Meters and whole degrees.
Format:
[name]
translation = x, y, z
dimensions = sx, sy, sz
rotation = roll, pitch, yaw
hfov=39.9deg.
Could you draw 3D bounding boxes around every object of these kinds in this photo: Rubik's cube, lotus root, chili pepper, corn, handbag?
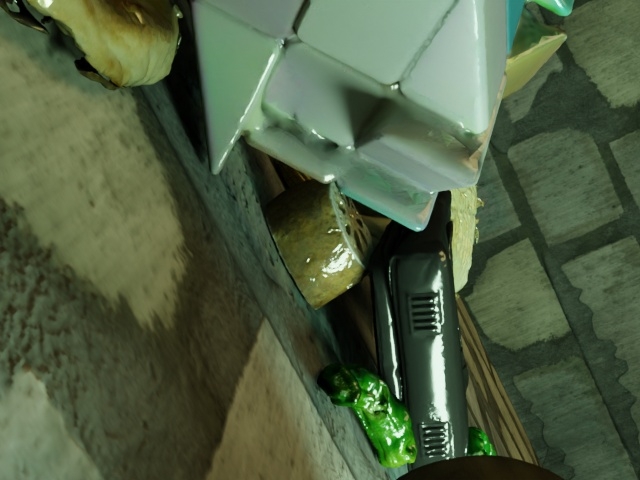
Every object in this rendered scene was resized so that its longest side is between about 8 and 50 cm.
[Rubik's cube]
translation = 0.040, -0.213, 0.786
dimensions = 0.358, 0.368, 0.387
rotation = 28, 56, -6
[lotus root]
translation = 0.000, 0.001, 0.895
dimensions = 0.122, 0.081, 0.112
rotation = 61, 18, -19
[chili pepper]
translation = 0.043, 0.151, 0.815
dimensions = 0.182, 0.050, 0.073
rotation = 50, 25, -49
[corn]
translation = -0.021, -0.067, 1.046
dimensions = 0.092, 0.037, 0.037
rotation = 59, 11, -18
[handbag]
translation = 0.115, 0.094, 0.959
dimensions = 0.244, 0.088, 0.275
rotation = -59, 142, -66

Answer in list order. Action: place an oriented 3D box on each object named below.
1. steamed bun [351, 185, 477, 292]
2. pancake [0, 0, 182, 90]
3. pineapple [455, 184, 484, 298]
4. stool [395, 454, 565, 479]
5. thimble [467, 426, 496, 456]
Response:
[steamed bun]
translation = 0.083, -0.078, 1.155
dimensions = 0.289, 0.203, 0.276
rotation = 48, 45, -57
[pancake]
translation = -0.190, -0.273, 0.569
dimensions = 0.382, 0.071, 0.382
rotation = -22, 90, -80
[pineapple]
translation = 0.223, -0.040, 1.536
dimensions = 0.286, 0.209, 0.344
rotation = 56, -3, 33
[stool]
translation = 0.103, 0.268, 0.475
dimensions = 0.179, 0.179, 0.264
rotation = 61, 10, -23
[thimble]
translation = 0.168, 0.282, 1.024
dimensions = 0.130, 0.090, 0.118
rotation = 44, 25, -63
